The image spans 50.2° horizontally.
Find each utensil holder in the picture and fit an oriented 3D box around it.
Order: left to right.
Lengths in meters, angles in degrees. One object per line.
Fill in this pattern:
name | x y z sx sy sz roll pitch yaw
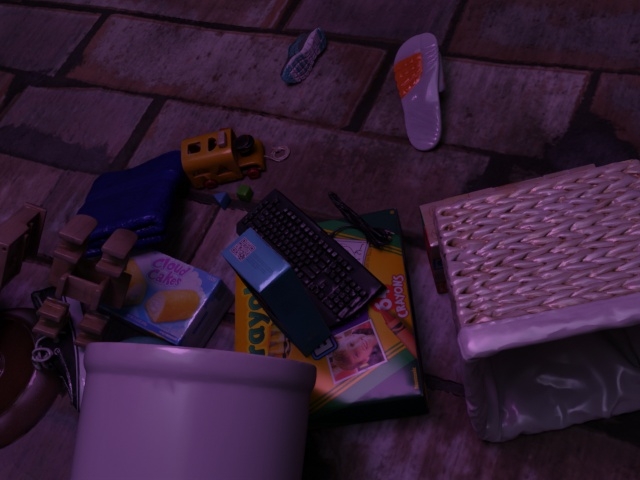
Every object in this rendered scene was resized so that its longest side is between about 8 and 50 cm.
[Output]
utensil holder | -0.182 0.351 0.939 0.328 0.327 0.385 1 77 16

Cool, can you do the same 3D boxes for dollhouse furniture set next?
dollhouse furniture set | -0.465 0.044 1.248 0.242 0.212 0.161 20 23 -7

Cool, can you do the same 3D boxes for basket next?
basket | 0.351 0.100 1.019 0.332 0.328 0.266 -15 52 7

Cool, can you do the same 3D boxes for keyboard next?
keyboard | 0.000 0.000 1.228 0.201 0.033 0.317 -40 56 -11

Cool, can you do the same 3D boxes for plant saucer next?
plant saucer | -0.660 0.266 1.366 0.311 0.050 0.310 -8 57 12

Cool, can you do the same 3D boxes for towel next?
towel | -0.397 -0.071 1.427 0.228 0.076 0.308 -17 30 10

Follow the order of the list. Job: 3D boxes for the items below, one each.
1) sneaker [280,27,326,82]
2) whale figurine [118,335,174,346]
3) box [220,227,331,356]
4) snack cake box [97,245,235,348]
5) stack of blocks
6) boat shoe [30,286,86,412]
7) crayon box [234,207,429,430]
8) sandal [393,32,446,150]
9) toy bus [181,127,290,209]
sneaker | -0.053 -0.439 1.636 0.076 0.065 0.166 12 58 41
whale figurine | -0.277 0.278 1.165 0.216 0.141 0.272 -16 54 -43
box | -0.062 0.087 1.059 0.060 0.244 0.100 -42 57 -10
snack cake box | -0.321 0.109 1.342 0.264 0.089 0.152 20 67 26
stack of blocks | 0.332 -0.015 1.184 0.297 0.171 0.087 -14 56 6
boat shoe | -0.496 0.203 1.299 0.105 0.113 0.306 -7 50 -26
crayon box | 0.010 0.141 1.216 0.313 0.106 0.362 -10 57 9
sandal | 0.221 -0.311 1.468 0.102 0.076 0.265 -8 77 28
toy bus | -0.204 -0.190 1.486 0.191 0.104 0.202 29 71 29
